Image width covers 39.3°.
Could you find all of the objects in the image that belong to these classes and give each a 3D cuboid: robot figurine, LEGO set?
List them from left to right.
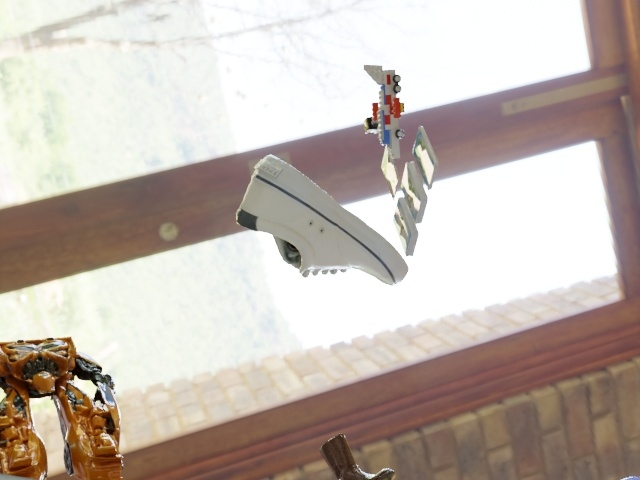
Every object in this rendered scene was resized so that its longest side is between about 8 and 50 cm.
[{"bbox_3d":[-0.365,0.222,1.199,0.291,0.211,0.085,49,-45,51],"label":"robot figurine"},{"bbox_3d":[0.095,-0.124,1.263,0.182,0.060,0.244,99,-18,-47],"label":"LEGO set"}]

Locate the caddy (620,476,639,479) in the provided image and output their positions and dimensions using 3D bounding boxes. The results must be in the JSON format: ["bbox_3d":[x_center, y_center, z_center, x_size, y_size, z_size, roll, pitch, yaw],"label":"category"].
[{"bbox_3d":[0.343,0.393,0.908,0.179,0.341,0.241,13,-69,50],"label":"caddy"}]

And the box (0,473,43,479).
[{"bbox_3d":[-0.295,0.295,0.834,0.311,0.121,0.148,34,65,-55],"label":"box"}]

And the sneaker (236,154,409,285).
[{"bbox_3d":[0.000,0.000,1.025,0.258,0.091,0.094,35,-1,-38],"label":"sneaker"}]

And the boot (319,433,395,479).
[{"bbox_3d":[0.049,0.314,1.278,0.106,0.037,0.114,-48,-131,28],"label":"boot"}]
